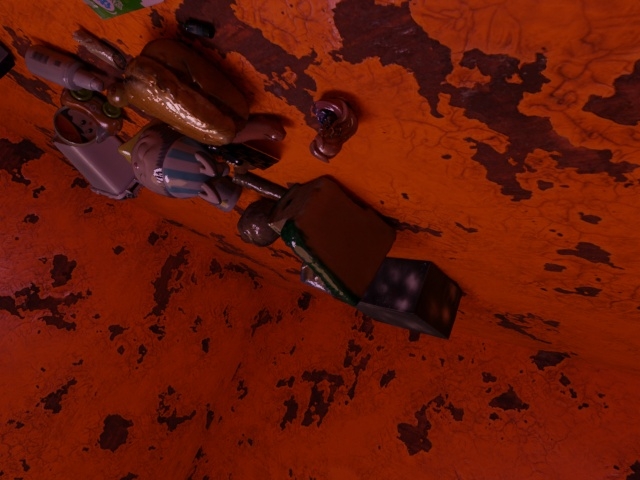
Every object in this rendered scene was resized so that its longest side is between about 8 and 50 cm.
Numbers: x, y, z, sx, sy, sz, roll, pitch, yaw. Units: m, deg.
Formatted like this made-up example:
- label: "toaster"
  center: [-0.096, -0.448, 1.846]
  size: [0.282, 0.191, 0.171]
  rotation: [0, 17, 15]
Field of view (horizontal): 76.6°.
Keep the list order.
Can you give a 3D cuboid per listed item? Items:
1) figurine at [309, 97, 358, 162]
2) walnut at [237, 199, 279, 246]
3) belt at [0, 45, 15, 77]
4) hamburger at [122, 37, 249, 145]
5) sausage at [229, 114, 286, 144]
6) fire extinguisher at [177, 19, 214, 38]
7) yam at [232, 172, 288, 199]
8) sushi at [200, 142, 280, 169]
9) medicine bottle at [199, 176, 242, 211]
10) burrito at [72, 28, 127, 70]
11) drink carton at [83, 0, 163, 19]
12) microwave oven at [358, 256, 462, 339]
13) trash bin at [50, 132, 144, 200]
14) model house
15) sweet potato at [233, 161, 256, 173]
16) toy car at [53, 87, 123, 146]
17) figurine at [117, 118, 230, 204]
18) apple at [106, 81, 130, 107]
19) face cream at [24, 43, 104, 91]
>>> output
- label: "figurine"
  center: [0.032, -0.260, 0.956]
  size: [0.113, 0.157, 0.126]
  rotation: [2, 156, 2]
- label: "walnut"
  center: [-0.256, -0.073, 1.775]
  size: [0.224, 0.224, 0.224]
  rotation: [23, 163, 7]
- label: "belt"
  center: [-1.245, -0.681, 1.414]
  size: [0.184, 0.164, 0.289]
  rotation: [26, 162, 16]
- label: "hamburger"
  center: [-0.357, -0.375, 1.074]
  size: [0.304, 0.174, 0.284]
  rotation: [36, 162, -34]
- label: "sausage"
  center: [-0.216, -0.324, 1.205]
  size: [0.304, 0.078, 0.078]
  rotation: [9, 157, 43]
- label: "fire extinguisher"
  center: [-0.279, -0.478, 0.916]
  size: [0.083, 0.025, 0.038]
  rotation: [21, -174, 12]
- label: "yam"
  center: [-0.217, -0.207, 1.597]
  size: [0.273, 0.061, 0.061]
  rotation: [23, 163, 4]
- label: "sushi"
  center: [-0.286, -0.279, 1.303]
  size: [0.279, 0.043, 0.192]
  rotation: [25, -158, 1]
- label: "medicine bottle"
  center: [-0.456, -0.226, 1.734]
  size: [0.215, 0.135, 0.135]
  rotation: [32, 162, -23]
- label: "burrito"
  center: [-0.633, -0.548, 1.170]
  size: [0.149, 0.041, 0.055]
  rotation: [30, 176, -29]
- label: "drink carton"
  center: [-0.391, -0.532, 0.761]
  size: [0.270, 0.108, 0.161]
  rotation: [12, 159, 36]
- label: "microwave oven"
  center: [0.368, 0.254, 1.859]
  size: [0.431, 0.237, 0.374]
  rotation: [5, 154, 49]
- label: "trash bin"
  center: [-1.007, -0.382, 1.891]
  size: [0.295, 0.256, 0.368]
  rotation: [18, 154, 26]
- label: "model house"
  center: [0.000, 0.000, 1.476]
  size: [0.382, 0.335, 0.342]
  rotation: [43, 156, -22]
- label: "sweet potato"
  center: [-0.266, -0.278, 1.459]
  size: [0.065, 0.051, 0.218]
  rotation: [38, 158, -27]
- label: "toy car"
  center: [-0.878, -0.447, 1.516]
  size: [0.235, 0.235, 0.145]
  rotation: [32, 162, -24]
- label: "figurine"
  center: [-0.443, -0.209, 1.392]
  size: [0.378, 0.266, 0.361]
  rotation: [48, -171, 28]
- label: "apple"
  center: [-0.666, -0.483, 1.348]
  size: [0.071, 0.084, 0.084]
  rotation: [15, 162, 5]
- label: "face cream"
  center: [-0.824, -0.550, 1.329]
  size: [0.251, 0.101, 0.101]
  rotation: [23, 163, 4]
